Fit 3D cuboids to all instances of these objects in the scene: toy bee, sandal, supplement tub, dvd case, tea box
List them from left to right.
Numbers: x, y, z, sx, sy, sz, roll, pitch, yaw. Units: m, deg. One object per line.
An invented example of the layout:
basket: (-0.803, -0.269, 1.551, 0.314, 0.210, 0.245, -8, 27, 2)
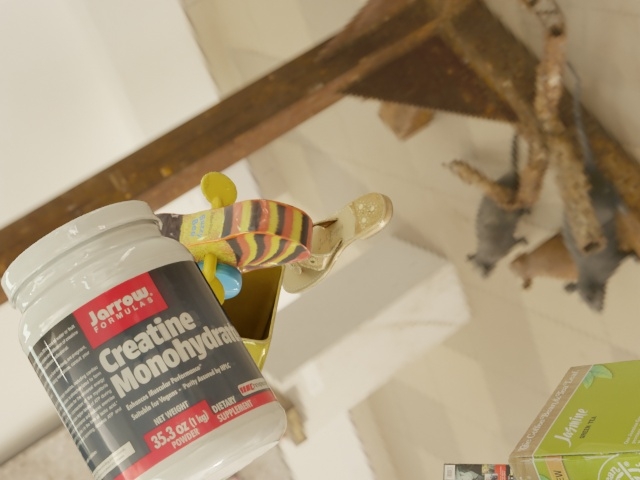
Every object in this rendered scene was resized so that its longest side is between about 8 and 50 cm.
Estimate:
supplement tub: (-0.174, 0.118, 1.234, 0.272, 0.191, 0.191, 58, 159, 11)
toy bee: (-0.167, 0.014, 1.630, 0.162, 0.298, 0.195, 39, -158, -42)
sandal: (-0.002, -0.005, 1.926, 0.240, 0.079, 0.088, -36, 56, 30)
dvd case: (0.247, 0.384, 1.930, 0.013, 0.119, 0.087, 74, -162, -60)
tea box: (0.450, 0.326, 1.489, 0.323, 0.220, 0.329, -12, 109, 39)

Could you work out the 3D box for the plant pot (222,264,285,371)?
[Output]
plant pot: (-0.175, 0.149, 1.873, 0.212, 0.212, 0.187, -81, -1, -58)
